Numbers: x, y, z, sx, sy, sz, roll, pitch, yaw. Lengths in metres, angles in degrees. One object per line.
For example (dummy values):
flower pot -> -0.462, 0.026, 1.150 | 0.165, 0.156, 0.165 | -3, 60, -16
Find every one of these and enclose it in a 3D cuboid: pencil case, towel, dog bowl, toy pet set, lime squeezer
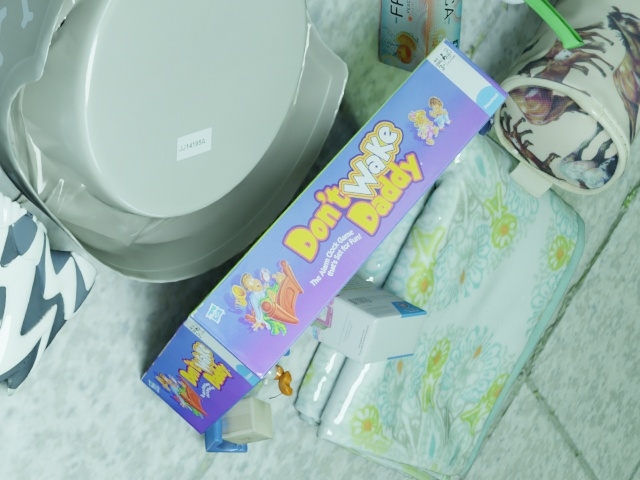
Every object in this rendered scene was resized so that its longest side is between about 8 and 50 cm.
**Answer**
pencil case -> 0.323, -0.237, 1.661 | 0.160, 0.183, 0.410 | 39, 60, -10
towel -> 0.144, 0.083, 1.716 | 0.320, 0.090, 0.374 | 32, 83, -56
dog bowl -> -0.119, -0.146, 1.222 | 0.349, 0.102, 0.349 | -29, 131, -40
toy pet set -> -0.082, 0.145, 1.499 | 0.122, 0.065, 0.114 | 34, 47, -58
lime squeezer -> 0.178, -0.328, 1.523 | 0.059, 0.110, 0.310 | -3, 82, -35

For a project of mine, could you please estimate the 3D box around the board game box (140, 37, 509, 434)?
board game box -> 0.000, 0.000, 1.374 | 0.347, 0.078, 0.233 | -48, 180, -25

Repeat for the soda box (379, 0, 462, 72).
soda box -> 0.099, -0.256, 1.486 | 0.063, 0.058, 0.183 | -29, 132, -42

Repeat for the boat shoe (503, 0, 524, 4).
boat shoe -> 0.254, -0.334, 1.639 | 0.076, 0.080, 0.228 | 48, 63, -51

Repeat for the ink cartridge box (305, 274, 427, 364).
ink cartridge box -> 0.028, 0.071, 1.526 | 0.088, 0.122, 0.052 | -4, 116, -52

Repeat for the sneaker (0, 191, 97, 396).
sneaker -> -0.268, 0.045, 1.139 | 0.153, 0.094, 0.235 | -67, 156, -14
